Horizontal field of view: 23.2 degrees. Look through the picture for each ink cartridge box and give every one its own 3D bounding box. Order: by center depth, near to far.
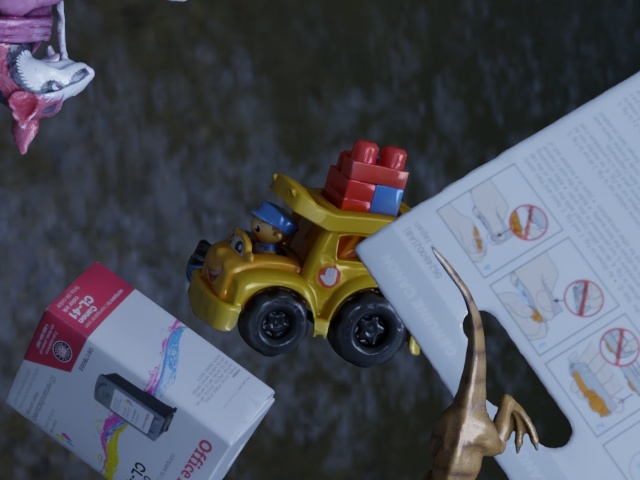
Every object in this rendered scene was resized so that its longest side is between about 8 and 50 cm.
[{"bbox_3d":[0.266,0.039,1.177,0.308,0.385,0.091,56,-9,19],"label":"ink cartridge box"},{"bbox_3d":[-0.247,0.210,2.094,0.131,0.306,0.226,-46,170,-49],"label":"ink cartridge box"}]

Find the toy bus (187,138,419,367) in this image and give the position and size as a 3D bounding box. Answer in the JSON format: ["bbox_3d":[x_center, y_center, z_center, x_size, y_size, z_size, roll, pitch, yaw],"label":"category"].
[{"bbox_3d":[0.000,0.000,1.504,0.149,0.220,0.211,-133,-128,-64],"label":"toy bus"}]

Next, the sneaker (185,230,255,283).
[{"bbox_3d":[-0.068,0.024,1.873,0.067,0.188,0.078,77,17,-57],"label":"sneaker"}]

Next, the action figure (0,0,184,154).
[{"bbox_3d":[-0.273,-0.247,1.301,0.276,0.248,0.370,17,49,-36],"label":"action figure"}]

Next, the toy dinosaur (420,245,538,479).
[{"bbox_3d":[0.094,0.115,0.983,0.112,0.064,0.211,7,96,-65],"label":"toy dinosaur"}]
